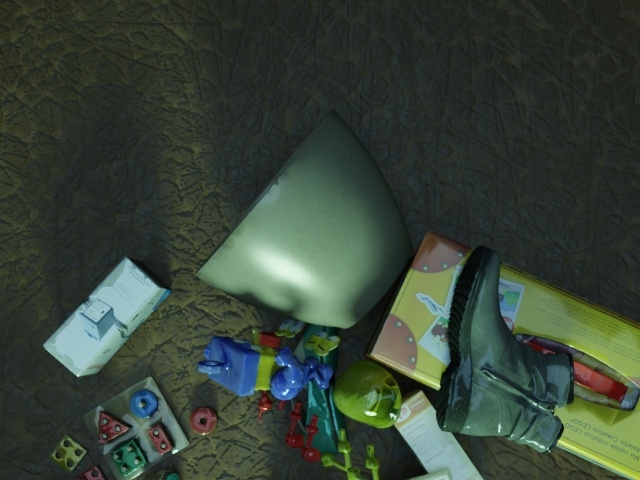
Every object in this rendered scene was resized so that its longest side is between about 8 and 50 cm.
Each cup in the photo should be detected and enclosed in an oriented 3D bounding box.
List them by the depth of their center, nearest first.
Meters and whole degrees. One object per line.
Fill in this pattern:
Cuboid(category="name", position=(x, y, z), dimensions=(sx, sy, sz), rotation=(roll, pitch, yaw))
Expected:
Cuboid(category="cup", position=(0.000, 0.000, 1.501), dimensions=(0.237, 0.331, 0.331), rotation=(41, 85, -5))

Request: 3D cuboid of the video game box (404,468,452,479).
Cuboid(category="video game box", position=(0.122, 0.458, 1.440), dimensions=(0.205, 0.048, 0.187), rotation=(-18, 82, 9))

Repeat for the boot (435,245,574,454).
Cuboid(category="boot", position=(0.243, 0.138, 1.224), dimensions=(0.161, 0.083, 0.247), rotation=(9, 90, -5))

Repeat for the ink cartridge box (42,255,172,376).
Cuboid(category="ink cartridge box", position=(-0.340, 0.123, 1.567), dimensions=(0.082, 0.139, 0.191), rotation=(41, 86, 3))

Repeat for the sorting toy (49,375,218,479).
Cuboid(category="sorting toy", position=(-0.314, 0.317, 1.591), dimensions=(0.274, 0.046, 0.132), rotation=(-30, 84, -2))

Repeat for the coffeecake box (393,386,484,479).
Cuboid(category="coffeecake box", position=(0.181, 0.329, 1.533), dimensions=(0.068, 0.142, 0.185), rotation=(-34, 84, -2))

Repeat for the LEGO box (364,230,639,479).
Cuboid(category="LEGO box", position=(0.332, 0.190, 1.433), dimensions=(0.500, 0.372, 0.193), rotation=(25, 85, 4))

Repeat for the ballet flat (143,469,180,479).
Cuboid(category="ballet flat", position=(-0.254, 0.476, 1.571), dimensions=(0.067, 0.073, 0.206), rotation=(-10, 79, 27))

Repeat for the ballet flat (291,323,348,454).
Cuboid(category="ballet flat", position=(-0.011, 0.226, 1.583), dimensions=(0.087, 0.083, 0.247), rotation=(-7, 81, 14))

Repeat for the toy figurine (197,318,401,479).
Cuboid(category="toy figurine", position=(-0.076, 0.222, 1.419), dimensions=(0.217, 0.362, 0.191), rotation=(13, 94, -34))
